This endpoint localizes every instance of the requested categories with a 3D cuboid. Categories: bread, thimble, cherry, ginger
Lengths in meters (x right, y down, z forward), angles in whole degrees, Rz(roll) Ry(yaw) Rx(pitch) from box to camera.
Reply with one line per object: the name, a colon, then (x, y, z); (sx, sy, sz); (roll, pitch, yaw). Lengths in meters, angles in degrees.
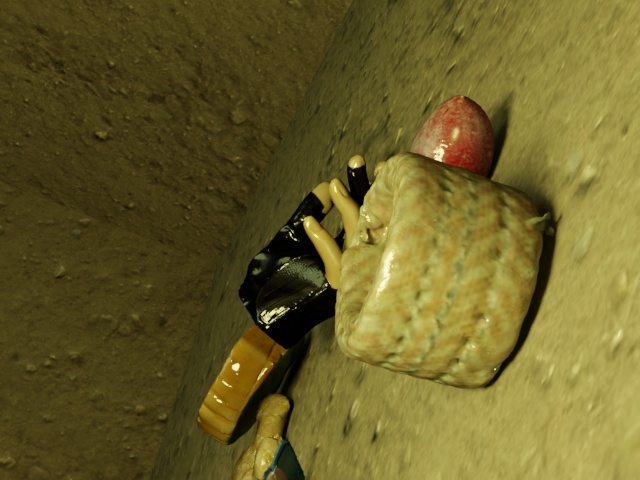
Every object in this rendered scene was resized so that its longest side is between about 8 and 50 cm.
bread: (-0.111, 0.224, 1.961); (0.236, 0.070, 0.236); (-54, -10, -15)
thimble: (0.104, 0.029, 1.112); (0.229, 0.148, 0.196); (173, 116, -83)
cherry: (0.132, -0.059, 1.351); (0.107, 0.090, 0.225); (-105, 27, -56)
ginger: (-0.094, 0.325, 1.880); (0.133, 0.059, 0.214); (-58, 14, 30)

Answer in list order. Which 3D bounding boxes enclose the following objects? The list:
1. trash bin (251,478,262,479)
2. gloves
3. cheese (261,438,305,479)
trash bin: (-0.088, 0.389, 1.289); (0.247, 0.121, 0.243); (-53, 5, -14)
gloves: (0.002, 0.007, 1.761); (0.301, 0.152, 0.197); (-60, 32, 14)
cheese: (-0.082, 0.378, 1.507); (0.286, 0.074, 0.189); (-62, -36, -42)
